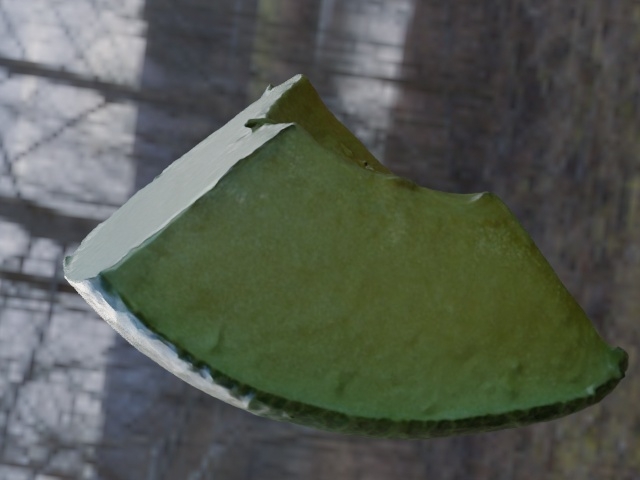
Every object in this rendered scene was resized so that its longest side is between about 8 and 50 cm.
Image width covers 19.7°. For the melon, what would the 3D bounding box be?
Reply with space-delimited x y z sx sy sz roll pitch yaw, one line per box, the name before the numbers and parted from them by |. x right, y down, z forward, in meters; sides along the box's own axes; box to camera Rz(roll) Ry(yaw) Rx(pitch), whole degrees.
melon | 0.000 0.000 1.194 0.343 0.331 0.226 -170 82 -81
